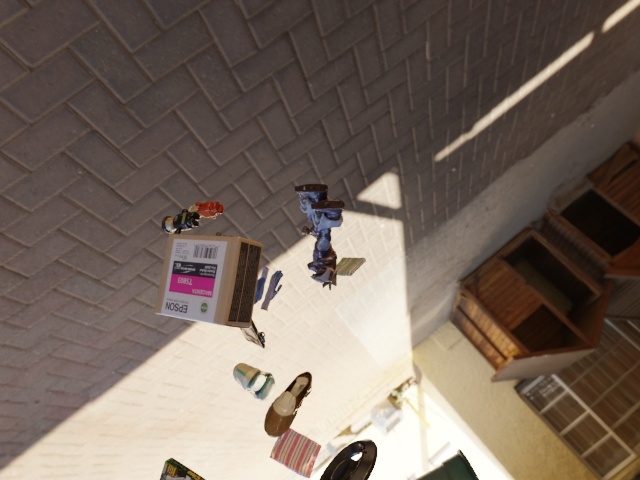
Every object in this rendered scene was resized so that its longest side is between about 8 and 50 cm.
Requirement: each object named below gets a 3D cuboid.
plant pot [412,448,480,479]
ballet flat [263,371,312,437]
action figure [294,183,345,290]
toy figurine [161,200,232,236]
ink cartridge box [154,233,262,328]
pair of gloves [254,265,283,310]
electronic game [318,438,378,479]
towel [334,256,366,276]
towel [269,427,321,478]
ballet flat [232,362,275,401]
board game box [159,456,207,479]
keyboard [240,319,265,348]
[{"bbox_3d":[0.425,0.978,1.550,0.334,0.341,0.341,-23,154,0],"label":"plant pot"},{"bbox_3d":[-0.117,0.635,1.754,0.342,0.116,0.124,-31,143,-61],"label":"ballet flat"},{"bbox_3d":[0.000,0.000,1.077,0.099,0.185,0.285,-11,133,-10],"label":"action figure"},{"bbox_3d":[-0.429,-0.023,1.537,0.148,0.210,0.213,-9,-162,26],"label":"toy figurine"},{"bbox_3d":[-0.257,0.088,0.994,0.088,0.234,0.193,22,73,-56],"label":"ink cartridge box"},{"bbox_3d":[-0.203,0.174,1.602,0.023,0.198,0.159,26,81,-32],"label":"pair of gloves"},{"bbox_3d":[0.066,0.621,1.153,0.229,0.048,0.229,-45,180,0],"label":"electronic game"},{"bbox_3d":[0.109,0.107,1.833,0.113,0.023,0.152,-42,-158,-27],"label":"towel"},{"bbox_3d":[-0.100,0.877,1.819,0.029,0.197,0.144,-42,-163,54],"label":"towel"},{"bbox_3d":[-0.126,0.266,0.836,0.057,0.052,0.168,-55,159,-23],"label":"ballet flat"},{"bbox_3d":[-0.356,0.680,1.051,0.030,0.136,0.260,18,89,-68],"label":"board game box"},{"bbox_3d":[-0.219,0.298,1.424,0.023,0.108,0.180,-56,153,-29],"label":"keyboard"}]
